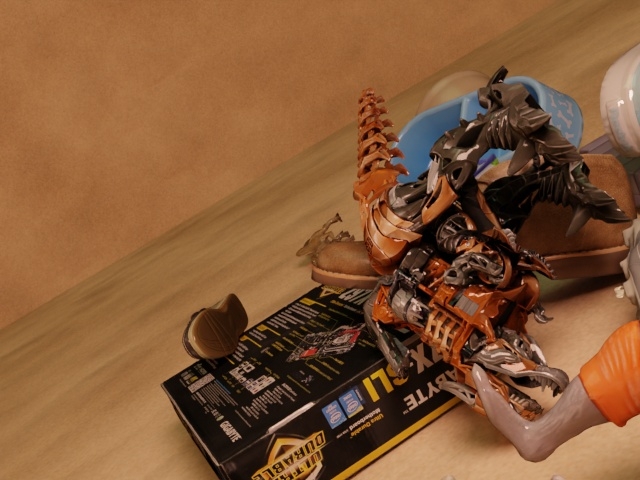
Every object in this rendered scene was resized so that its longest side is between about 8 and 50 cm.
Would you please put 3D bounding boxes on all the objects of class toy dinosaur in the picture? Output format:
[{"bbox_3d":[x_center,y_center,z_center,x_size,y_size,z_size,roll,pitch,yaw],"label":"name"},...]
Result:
[{"bbox_3d":[0.000,0.000,1.488,0.093,0.053,0.183,-31,12,-4],"label":"toy dinosaur"},{"bbox_3d":[0.105,-0.015,0.744,0.218,0.322,0.164,-39,-17,15],"label":"toy dinosaur"}]

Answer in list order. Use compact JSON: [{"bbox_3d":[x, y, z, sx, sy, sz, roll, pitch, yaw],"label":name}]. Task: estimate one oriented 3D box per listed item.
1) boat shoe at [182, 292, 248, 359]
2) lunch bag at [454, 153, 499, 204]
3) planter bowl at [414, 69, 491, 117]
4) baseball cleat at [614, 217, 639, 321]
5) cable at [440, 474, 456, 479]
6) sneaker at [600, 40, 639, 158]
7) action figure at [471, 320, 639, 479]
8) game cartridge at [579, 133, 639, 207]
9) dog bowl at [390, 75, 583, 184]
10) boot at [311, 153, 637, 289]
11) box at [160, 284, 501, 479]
[{"bbox_3d":[-0.118,0.100,1.003,0.049,0.056,0.152,-31,1,15],"label":"boat shoe"},{"bbox_3d":[0.149,-0.001,0.982,0.096,0.128,0.151,-16,17,48],"label":"lunch bag"},{"bbox_3d":[0.241,-0.173,1.465,0.162,0.162,0.109,-30,38,-8],"label":"planter bowl"},{"bbox_3d":[0.290,0.019,0.732,0.110,0.072,0.206,-16,20,22],"label":"baseball cleat"},{"bbox_3d":[0.036,0.223,0.457,0.139,0.072,0.287,-33,12,6],"label":"cable"},{"bbox_3d":[0.426,-0.199,0.959,0.150,0.135,0.366,-5,35,45],"label":"sneaker"},{"bbox_3d":[0.259,0.066,0.514,0.330,0.178,0.341,-21,-7,1],"label":"action figure"},{"bbox_3d":[0.461,-0.142,1.038,0.355,0.068,0.230,-30,16,-7],"label":"game cartridge"},{"bbox_3d":[0.215,-0.132,1.304,0.297,0.074,0.165,-16,53,42],"label":"dog bowl"},{"bbox_3d":[0.138,-0.015,0.864,0.305,0.115,0.112,-8,9,-3],"label":"boot"},{"bbox_3d":[-0.008,0.133,0.912,0.257,0.079,0.322,-30,12,-15],"label":"box"}]
